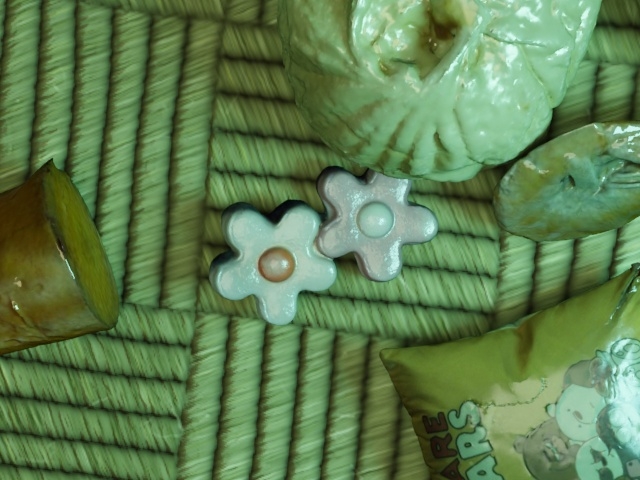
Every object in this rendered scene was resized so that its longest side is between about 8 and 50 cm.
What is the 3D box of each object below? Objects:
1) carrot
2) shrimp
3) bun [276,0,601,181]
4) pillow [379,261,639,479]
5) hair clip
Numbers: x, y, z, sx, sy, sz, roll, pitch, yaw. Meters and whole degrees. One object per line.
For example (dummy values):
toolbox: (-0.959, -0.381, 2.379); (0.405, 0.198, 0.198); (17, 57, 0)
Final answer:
carrot: (-0.368, 0.046, 1.633); (0.254, 0.196, 0.196); (-21, 94, 9)
shrimp: (0.317, -0.084, 1.537); (0.317, 0.168, 0.077); (-31, 52, 29)
bun: (0.124, -0.235, 1.524); (0.352, 0.227, 0.349); (-18, 93, 6)
pillow: (0.254, 0.216, 1.616); (0.312, 0.119, 0.310); (-19, 98, 7)
hair clip: (0.000, 0.000, 1.648); (0.257, 0.075, 0.146); (-21, 89, 4)
